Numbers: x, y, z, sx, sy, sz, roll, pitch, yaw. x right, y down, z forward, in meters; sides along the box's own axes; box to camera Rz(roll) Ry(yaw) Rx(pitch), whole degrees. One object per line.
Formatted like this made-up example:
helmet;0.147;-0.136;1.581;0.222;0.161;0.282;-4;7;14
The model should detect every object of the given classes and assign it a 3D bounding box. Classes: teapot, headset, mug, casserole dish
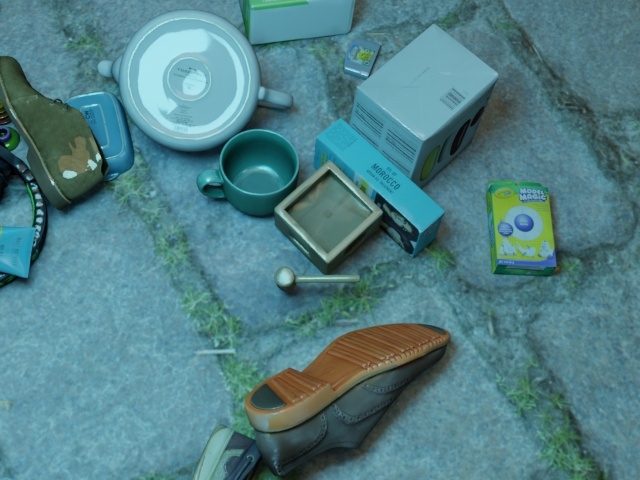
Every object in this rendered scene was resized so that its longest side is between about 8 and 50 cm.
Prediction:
teapot;-0.215;-0.269;1.657;0.252;0.187;0.256;-35;97;-1
headset;-0.610;-0.091;1.572;0.243;0.185;0.394;-35;86;-16
mug;-0.116;-0.110;1.623;0.158;0.097;0.129;16;63;4
casserole dish;-0.388;-0.188;1.674;0.114;0.037;0.188;-12;64;-12

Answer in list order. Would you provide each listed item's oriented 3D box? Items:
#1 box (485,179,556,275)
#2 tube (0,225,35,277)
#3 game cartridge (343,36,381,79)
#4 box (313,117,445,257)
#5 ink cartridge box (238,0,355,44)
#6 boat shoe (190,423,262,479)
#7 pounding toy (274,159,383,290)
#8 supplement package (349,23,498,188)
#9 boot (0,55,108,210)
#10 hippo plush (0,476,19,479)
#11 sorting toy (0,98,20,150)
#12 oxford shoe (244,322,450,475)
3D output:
box;0.341;-0.029;1.655;0.105;0.043;0.179;2;61;-5
tube;-0.543;0.004;1.468;0.207;0.052;0.080;9;105;-21
game cartridge;0.075;-0.341;1.807;0.056;0.017;0.083;17;62;8
box;0.094;-0.088;1.630;0.060;0.100;0.244;-40;72;-21
ink cartridge box;-0.063;-0.519;1.829;0.198;0.115;0.273;-10;64;-10
boat shoe;-0.151;0.398;1.357;0.092;0.103;0.285;14;56;7
pounding toy;0.002;0.010;1.581;0.206;0.094;0.181;-42;78;-13
supplement package;0.166;-0.212;1.642;0.149;0.203;0.194;42;68;15
boot;-0.451;-0.200;1.617;0.115;0.112;0.305;-32;71;-1
hippo plush;-0.392;0.450;1.281;0.236;0.234;0.294;44;109;35
sorting toy;-0.552;-0.203;1.662;0.061;0.042;0.102;-10;64;-10
oxford shoe;0.051;0.230;1.469;0.364;0.132;0.130;-22;22;-28
